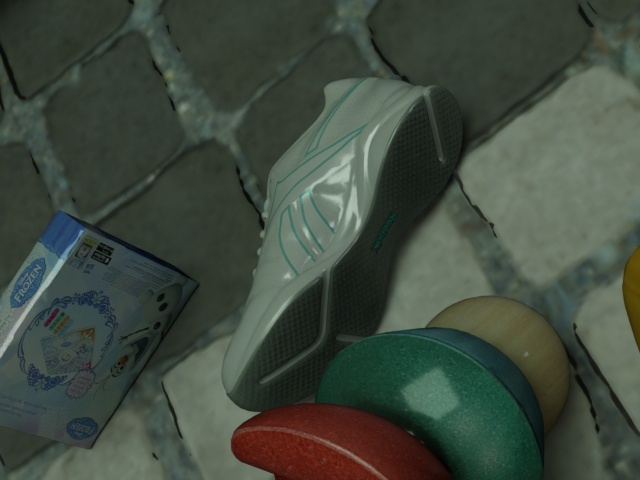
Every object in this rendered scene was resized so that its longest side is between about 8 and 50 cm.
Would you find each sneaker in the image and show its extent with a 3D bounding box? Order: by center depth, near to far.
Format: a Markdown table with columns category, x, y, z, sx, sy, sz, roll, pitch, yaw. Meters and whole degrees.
| category | x | y | z | sx | sy | sz | roll | pitch | yaw |
| --- | --- | --- | --- | --- | --- | --- | --- | --- | --- |
| sneaker | 0.000 | 0.000 | 0.628 | 0.061 | 0.054 | 0.152 | 23 | 79 | 41 |

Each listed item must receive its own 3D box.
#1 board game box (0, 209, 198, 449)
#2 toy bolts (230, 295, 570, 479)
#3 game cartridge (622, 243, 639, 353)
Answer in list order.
| category | x | y | z | sx | sy | sz | roll | pitch | yaw |
| --- | --- | --- | --- | --- | --- | --- | --- | --- | --- |
| board game box | -0.104 | 0.040 | 0.642 | 0.020 | 0.090 | 0.090 | 33 | 90 | 31 |
| toy bolts | 0.096 | 0.113 | 0.516 | 0.228 | 0.158 | 0.218 | 22 | 125 | 23 |
| game cartridge | 0.259 | 0.025 | 0.316 | 0.285 | 0.052 | 0.323 | -22 | 24 | -8 |
